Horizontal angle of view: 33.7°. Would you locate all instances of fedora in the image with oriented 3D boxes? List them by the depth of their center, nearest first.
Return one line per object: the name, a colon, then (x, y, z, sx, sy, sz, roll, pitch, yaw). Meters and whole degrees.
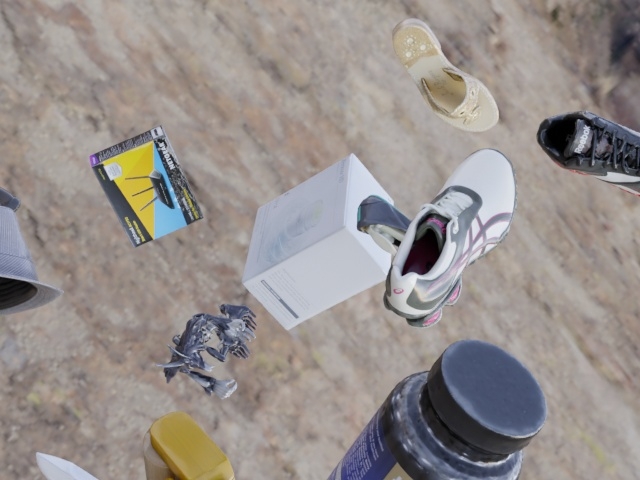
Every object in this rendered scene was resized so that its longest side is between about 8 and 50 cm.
fedora: (-0.485, 0.022, 1.459, 0.243, 0.275, 0.124, 10, 69, -35)

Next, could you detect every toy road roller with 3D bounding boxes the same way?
toy road roller: (-0.247, 0.482, 1.808, 0.240, 0.202, 0.329, -24, 47, -27)

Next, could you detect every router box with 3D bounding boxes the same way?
router box: (-0.291, -0.089, 1.780, 0.046, 0.133, 0.179, -118, -175, -54)

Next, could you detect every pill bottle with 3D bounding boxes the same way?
pill bottle: (0.088, 0.185, 0.867, 0.122, 0.219, 0.123, 18, 38, -15)

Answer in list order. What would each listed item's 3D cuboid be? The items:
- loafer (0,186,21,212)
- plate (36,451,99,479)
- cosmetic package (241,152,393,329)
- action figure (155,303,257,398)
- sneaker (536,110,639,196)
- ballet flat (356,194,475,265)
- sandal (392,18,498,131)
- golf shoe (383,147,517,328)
loafer: (-0.591, -0.019, 1.729, 0.078, 0.080, 0.220, 50, 48, -14)
plate: (-0.448, 0.536, 2.170, 0.277, 0.045, 0.278, 31, -12, 10)
cosmetic package: (0.000, 0.000, 1.853, 0.138, 0.224, 0.224, 49, 27, -27)
action figure: (-0.204, 0.210, 2.058, 0.141, 0.164, 0.275, 28, 19, 14)
sneaker: (0.454, -0.135, 1.640, 0.276, 0.098, 0.135, 24, 7, 36)
ballet flat: (0.141, 0.006, 1.615, 0.203, 0.074, 0.074, 29, 26, -9)
sandal: (0.185, -0.220, 1.571, 0.240, 0.088, 0.079, 44, 29, -32)
golf shoe: (0.173, -0.018, 1.346, 0.105, 0.273, 0.120, 23, -21, 21)
